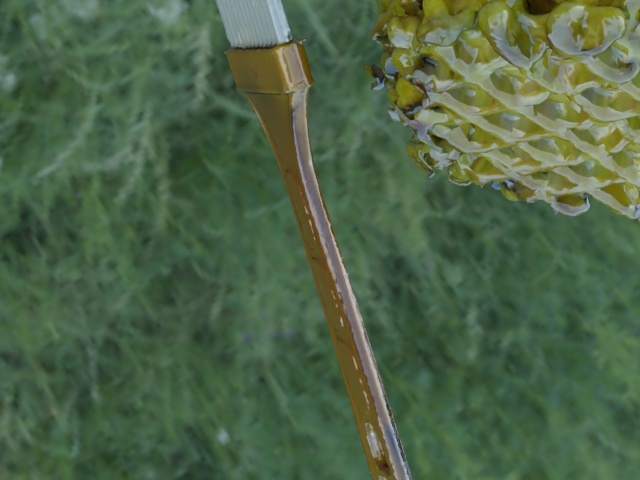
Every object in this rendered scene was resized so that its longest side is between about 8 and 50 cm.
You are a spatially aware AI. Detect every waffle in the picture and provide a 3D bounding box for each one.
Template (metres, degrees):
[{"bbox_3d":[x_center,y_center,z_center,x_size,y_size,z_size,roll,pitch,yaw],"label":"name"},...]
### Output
[{"bbox_3d":[0.118,-0.073,0.667,0.197,0.070,0.193,1,158,16],"label":"waffle"}]

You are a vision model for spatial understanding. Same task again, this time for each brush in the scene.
[{"bbox_3d":[0.000,0.000,0.670,0.017,0.314,0.090,-20,-168,-15],"label":"brush"}]
